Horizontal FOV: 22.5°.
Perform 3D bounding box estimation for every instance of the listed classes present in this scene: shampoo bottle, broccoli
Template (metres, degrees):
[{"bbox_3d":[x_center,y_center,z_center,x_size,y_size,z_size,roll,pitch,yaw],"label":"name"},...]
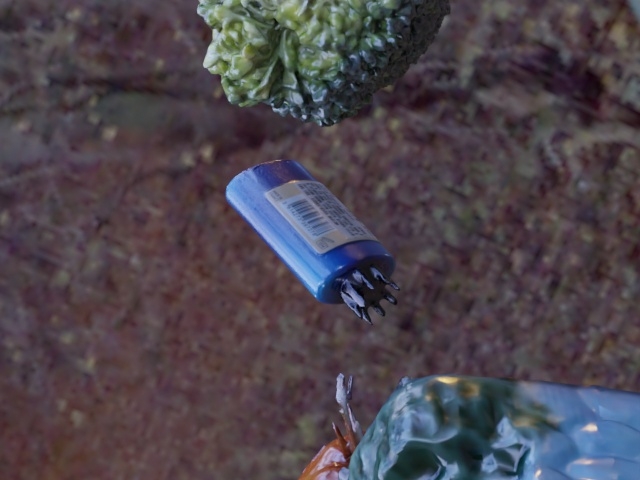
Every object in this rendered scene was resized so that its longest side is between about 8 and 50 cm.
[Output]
[{"bbox_3d":[0.000,0.000,1.400,0.183,0.087,0.050,46,136,34],"label":"shampoo bottle"},{"bbox_3d":[-0.023,-0.212,1.276,0.263,0.243,0.247,-50,9,-19],"label":"broccoli"}]

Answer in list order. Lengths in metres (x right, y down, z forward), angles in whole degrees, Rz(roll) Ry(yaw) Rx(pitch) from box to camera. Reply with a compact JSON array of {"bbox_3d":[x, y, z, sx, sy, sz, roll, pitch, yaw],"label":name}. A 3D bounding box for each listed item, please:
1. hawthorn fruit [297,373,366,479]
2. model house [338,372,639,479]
[{"bbox_3d":[0.059,0.224,1.166,0.211,0.299,0.211,-18,27,10],"label":"hawthorn fruit"},{"bbox_3d":[0.142,0.302,0.806,0.339,0.297,0.360,-90,8,-67],"label":"model house"}]
